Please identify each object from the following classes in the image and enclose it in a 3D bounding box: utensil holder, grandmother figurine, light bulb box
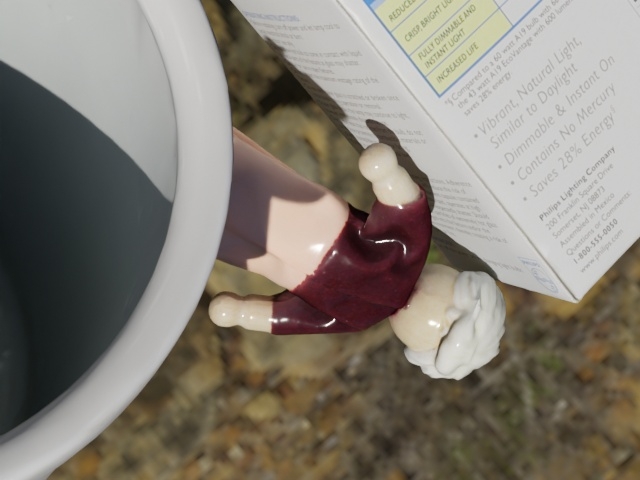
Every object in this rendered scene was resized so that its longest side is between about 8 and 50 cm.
[{"bbox_3d":[-0.246,0.010,0.888,0.327,0.327,0.385,-33,174,-25],"label":"utensil holder"},{"bbox_3d":[0.000,0.000,1.425,0.208,0.342,0.104,-39,-151,43],"label":"grandmother figurine"},{"bbox_3d":[0.157,-0.211,1.444,0.358,0.361,0.225,-45,-160,-13],"label":"light bulb box"}]
